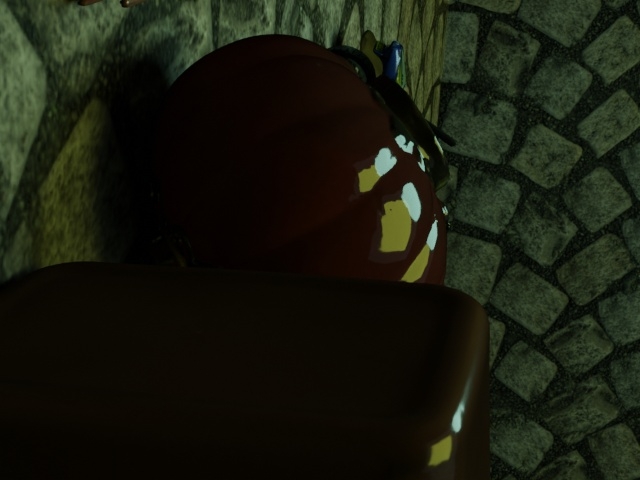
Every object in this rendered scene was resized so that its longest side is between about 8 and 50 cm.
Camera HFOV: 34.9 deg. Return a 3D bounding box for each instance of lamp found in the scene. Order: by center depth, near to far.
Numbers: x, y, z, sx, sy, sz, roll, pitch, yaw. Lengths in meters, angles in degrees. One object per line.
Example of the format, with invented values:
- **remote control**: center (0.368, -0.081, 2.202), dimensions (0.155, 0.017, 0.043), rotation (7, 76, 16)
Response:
- **lamp**: center (-0.023, -0.031, 0.887), dimensions (0.303, 0.257, 0.303), rotation (58, -5, 9)

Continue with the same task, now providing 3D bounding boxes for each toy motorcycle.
- **toy motorcycle**: center (0.070, -0.147, 1.497), dimensions (0.113, 0.169, 0.315), rotation (-66, 160, -51)

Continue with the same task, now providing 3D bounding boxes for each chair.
- **chair**: center (0.092, -0.190, 1.636), dimensions (0.247, 0.172, 0.158), rotation (48, 28, -10)

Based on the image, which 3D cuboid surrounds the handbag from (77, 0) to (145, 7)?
- **handbag**: center (-0.133, -0.285, 0.737), dimensions (0.157, 0.059, 0.212), rotation (-58, 152, -65)

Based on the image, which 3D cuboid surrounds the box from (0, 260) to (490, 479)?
- **box**: center (-0.064, 0.157, 0.625), dimensions (0.239, 0.339, 0.229), rotation (-52, 144, -67)
